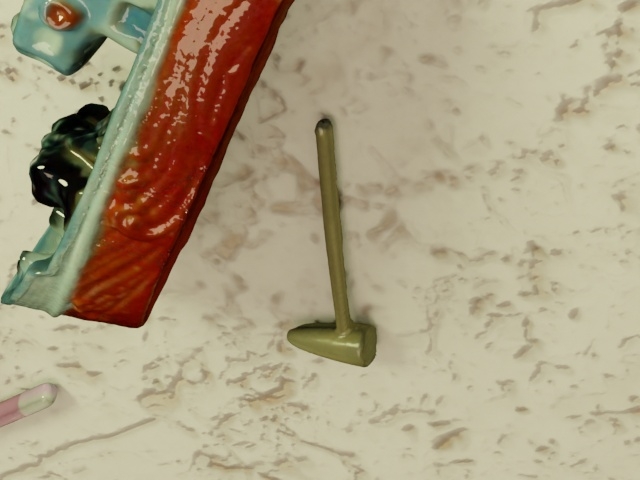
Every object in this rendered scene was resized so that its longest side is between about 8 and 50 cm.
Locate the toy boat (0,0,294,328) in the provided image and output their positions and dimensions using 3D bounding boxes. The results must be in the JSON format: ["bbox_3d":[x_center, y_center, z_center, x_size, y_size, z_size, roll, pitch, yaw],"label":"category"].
[{"bbox_3d":[-0.118,-0.070,1.008,0.133,0.145,0.332,25,130,-2],"label":"toy boat"}]

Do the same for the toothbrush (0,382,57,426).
[{"bbox_3d":[-0.299,0.156,1.389,0.286,0.020,0.025,-22,129,37],"label":"toothbrush"}]

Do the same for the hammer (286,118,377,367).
[{"bbox_3d":[0.000,0.000,1.122,0.060,0.028,0.195,12,132,20],"label":"hammer"}]
